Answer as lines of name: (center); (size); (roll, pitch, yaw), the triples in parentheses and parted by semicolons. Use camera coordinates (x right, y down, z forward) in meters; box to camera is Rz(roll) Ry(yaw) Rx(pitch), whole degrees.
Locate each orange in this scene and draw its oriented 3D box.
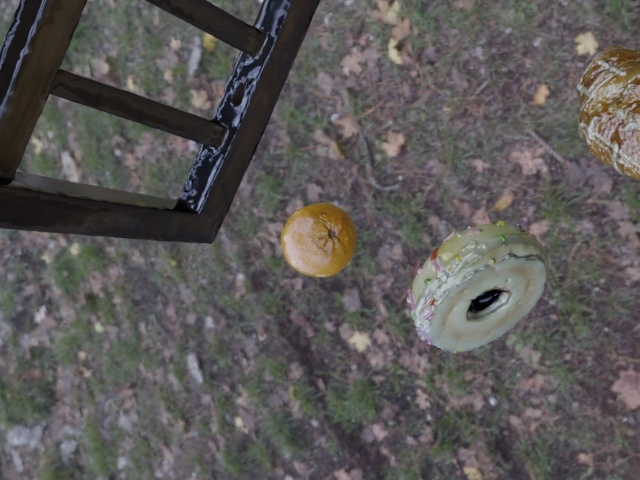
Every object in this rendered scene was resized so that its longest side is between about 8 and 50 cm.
orange: (0.000, 0.000, 0.847); (0.070, 0.083, 0.083); (-3, 101, 60)

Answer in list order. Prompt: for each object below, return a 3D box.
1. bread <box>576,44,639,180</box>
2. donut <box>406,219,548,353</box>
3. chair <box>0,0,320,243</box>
bread: (0.310, -0.133, 0.805); (0.105, 0.076, 0.233); (-54, 25, 33)
donut: (0.173, 0.049, 0.882); (0.175, 0.174, 0.068); (106, 147, -40)
chair: (-0.206, -0.137, 0.295); (0.240, 0.416, 0.203); (28, 99, 23)
